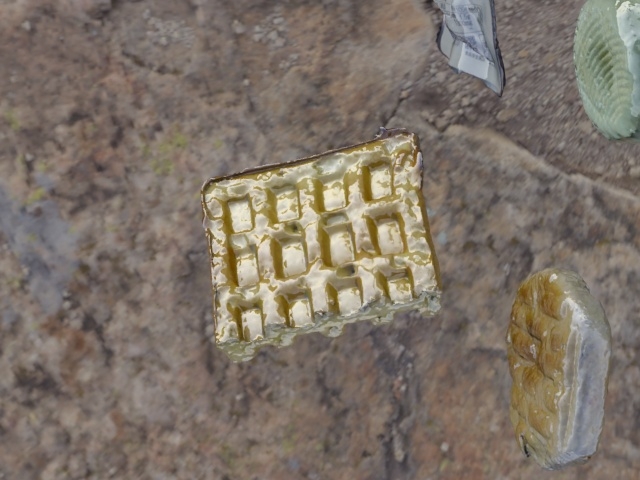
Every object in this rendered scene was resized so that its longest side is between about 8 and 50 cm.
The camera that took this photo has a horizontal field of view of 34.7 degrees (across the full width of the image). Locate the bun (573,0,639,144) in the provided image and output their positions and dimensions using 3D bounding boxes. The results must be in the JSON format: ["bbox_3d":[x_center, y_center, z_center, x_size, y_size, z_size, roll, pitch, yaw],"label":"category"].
[{"bbox_3d":[0.370,-0.202,1.166,0.118,0.195,0.196,-12,104,-8],"label":"bun"}]

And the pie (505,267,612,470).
[{"bbox_3d":[0.223,0.121,0.987,0.046,0.195,0.195,3,111,-12],"label":"pie"}]

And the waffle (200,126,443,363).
[{"bbox_3d":[-0.001,0.000,1.512,0.348,0.077,0.304,-13,58,9],"label":"waffle"}]

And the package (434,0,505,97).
[{"bbox_3d":[0.110,-0.245,0.892,0.040,0.166,0.232,-22,117,-4],"label":"package"}]
